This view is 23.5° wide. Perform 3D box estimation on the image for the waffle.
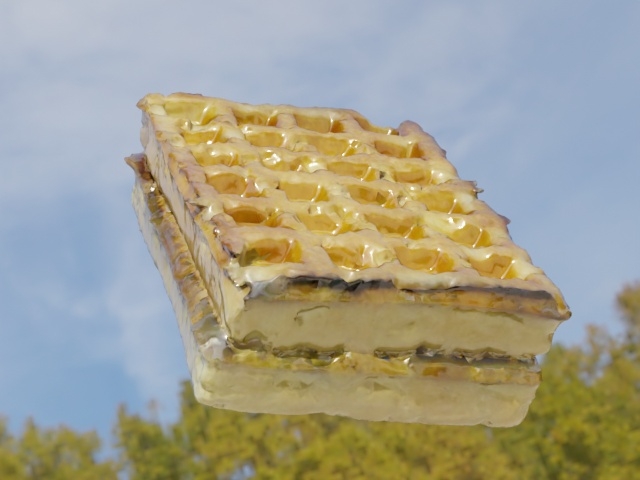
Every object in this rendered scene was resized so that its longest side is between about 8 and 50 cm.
[{"bbox_3d":[0.000,0.000,0.459,0.102,0.148,0.042,4,-67,-18],"label":"waffle"}]
